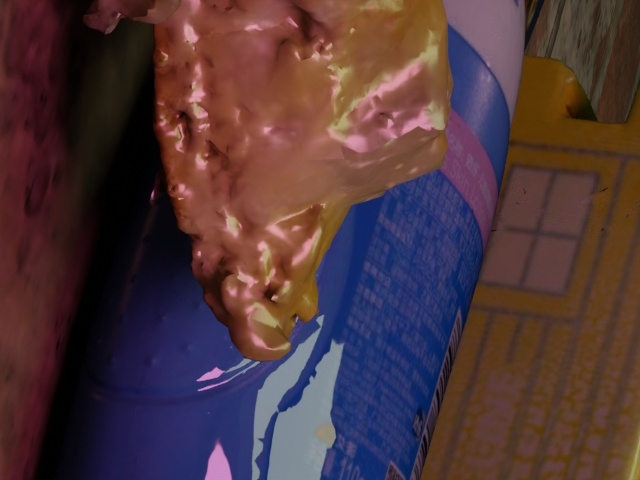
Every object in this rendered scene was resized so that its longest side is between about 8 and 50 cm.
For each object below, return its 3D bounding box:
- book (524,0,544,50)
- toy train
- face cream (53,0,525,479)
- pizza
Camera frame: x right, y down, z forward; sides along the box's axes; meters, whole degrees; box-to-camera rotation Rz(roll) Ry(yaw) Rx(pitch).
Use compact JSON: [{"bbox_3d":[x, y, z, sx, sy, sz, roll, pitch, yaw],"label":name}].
[{"bbox_3d":[0.132,-0.312,0.867,0.300,0.039,0.428,64,45,-70],"label":"book"},{"bbox_3d":[0.099,0.125,0.703,0.179,0.272,0.442,54,49,-55],"label":"toy train"},{"bbox_3d":[0.000,0.000,0.565,0.149,0.083,0.264,53,50,-55],"label":"face cream"},{"bbox_3d":[0.012,-0.114,0.465,0.280,0.075,0.288,7,87,-77],"label":"pizza"}]
